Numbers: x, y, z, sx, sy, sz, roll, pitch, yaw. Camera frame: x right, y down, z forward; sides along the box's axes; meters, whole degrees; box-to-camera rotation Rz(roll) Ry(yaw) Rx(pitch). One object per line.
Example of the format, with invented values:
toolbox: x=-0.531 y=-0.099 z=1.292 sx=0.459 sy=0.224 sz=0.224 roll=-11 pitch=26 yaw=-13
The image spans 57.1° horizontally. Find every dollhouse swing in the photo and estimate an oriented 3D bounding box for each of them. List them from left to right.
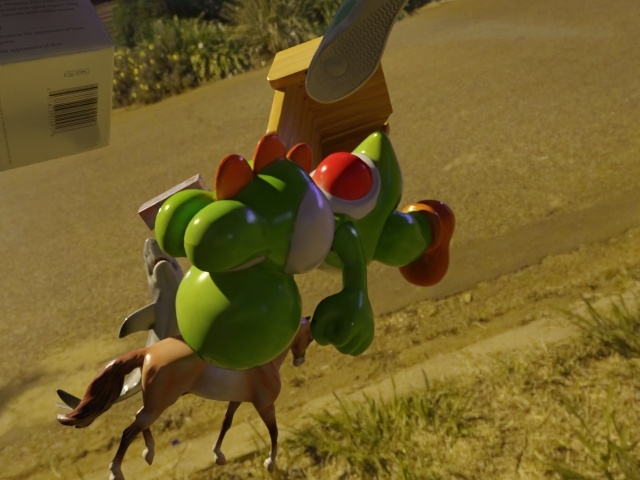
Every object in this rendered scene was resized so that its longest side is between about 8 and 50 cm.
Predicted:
dollhouse swing: x=0.043 y=-0.277 z=1.470 sx=0.314 sy=0.347 sz=0.305 roll=-18 pitch=47 yaw=6

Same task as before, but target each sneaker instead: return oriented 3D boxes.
sneaker: x=0.059 y=-0.347 z=0.948 sx=0.256 sy=0.094 sz=0.151 roll=-53 pitch=24 yaw=24

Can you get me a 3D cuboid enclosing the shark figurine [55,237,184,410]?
shark figurine: x=-0.259 y=0.155 z=0.879 sx=0.278 sy=0.166 sz=0.116 roll=-61 pitch=19 yaw=-9

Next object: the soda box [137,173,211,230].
soda box: x=-0.379 y=-0.100 z=1.530 sx=0.183 sy=0.063 sz=0.058 roll=-28 pitch=25 yaw=6

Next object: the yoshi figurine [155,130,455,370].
yoshi figurine: x=-0.015 y=0.020 z=0.586 sx=0.203 sy=0.203 sz=0.362 roll=-23 pitch=-9 yaw=36

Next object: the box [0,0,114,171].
box: x=-0.341 y=-0.183 z=0.660 sx=0.181 sy=0.119 sz=0.181 roll=-21 pitch=-19 yaw=-30

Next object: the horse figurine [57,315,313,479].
horse figurine: x=-0.122 y=0.158 z=0.610 sx=0.263 sy=0.175 sz=0.066 roll=10 pitch=7 yaw=-32
